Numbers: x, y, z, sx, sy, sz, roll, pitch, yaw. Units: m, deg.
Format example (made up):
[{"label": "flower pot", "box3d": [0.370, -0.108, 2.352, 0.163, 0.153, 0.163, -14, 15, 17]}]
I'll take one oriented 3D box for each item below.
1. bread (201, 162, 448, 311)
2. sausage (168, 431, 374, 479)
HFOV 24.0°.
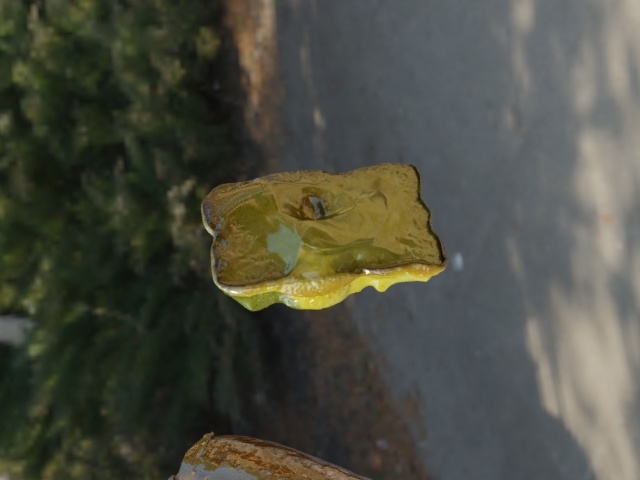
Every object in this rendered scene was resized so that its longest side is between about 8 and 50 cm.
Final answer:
[{"label": "bread", "box3d": [0.000, 0.000, 1.507, 0.160, 0.233, 0.088, -102, 13, -51]}, {"label": "sausage", "box3d": [0.006, 0.213, 1.090, 0.271, 0.109, 0.108, 17, 115, 38]}]
